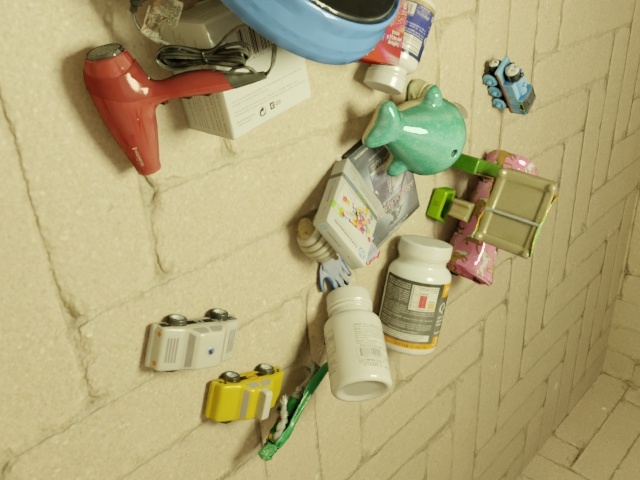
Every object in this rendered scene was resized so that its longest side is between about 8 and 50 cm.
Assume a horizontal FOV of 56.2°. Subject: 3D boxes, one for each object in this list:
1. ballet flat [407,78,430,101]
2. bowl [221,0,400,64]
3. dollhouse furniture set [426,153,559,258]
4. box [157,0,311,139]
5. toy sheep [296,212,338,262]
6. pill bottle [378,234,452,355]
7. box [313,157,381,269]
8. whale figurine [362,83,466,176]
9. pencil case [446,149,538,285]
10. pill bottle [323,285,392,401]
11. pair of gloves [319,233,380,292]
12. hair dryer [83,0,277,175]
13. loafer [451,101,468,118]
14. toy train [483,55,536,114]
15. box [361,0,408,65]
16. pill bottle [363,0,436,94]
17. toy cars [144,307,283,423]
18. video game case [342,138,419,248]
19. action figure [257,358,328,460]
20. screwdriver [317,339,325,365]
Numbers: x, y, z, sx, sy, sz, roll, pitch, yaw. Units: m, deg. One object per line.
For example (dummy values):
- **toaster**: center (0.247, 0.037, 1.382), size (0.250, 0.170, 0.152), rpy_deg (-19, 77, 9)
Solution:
- **ballet flat**: center (0.227, -0.290, 1.399), size (0.057, 0.052, 0.168), rpy_deg (-24, 123, -41)
- **bowl**: center (-0.035, -0.437, 0.846), size (0.391, 0.077, 0.390), rpy_deg (22, 54, -34)
- **dollhouse furniture set**: center (0.460, -0.092, 1.547), size (0.151, 0.302, 0.197), rpy_deg (5, 107, -52)
- **box**: center (-0.129, -0.282, 0.944), size (0.181, 0.119, 0.181), rpy_deg (-37, 131, -33)
- **toy sheep**: center (0.000, 0.000, 1.239), size (0.132, 0.091, 0.091), rpy_deg (43, 72, -31)
- **pill bottle**: center (0.239, 0.135, 1.511), size (0.162, 0.162, 0.278), rpy_deg (-4, 109, -48)
- **box**: center (0.060, -0.057, 1.239), size (0.145, 0.038, 0.186), rpy_deg (50, 43, -32)
- **whale figurine**: center (0.209, -0.222, 1.277), size (0.272, 0.141, 0.216), rpy_deg (0, 124, -50)
- **pencil case**: center (0.484, -0.068, 1.708), size (0.167, 0.160, 0.386), rpy_deg (66, 48, -82)
- **pill bottle**: center (0.075, 0.221, 1.308), size (0.131, 0.131, 0.229), rpy_deg (44, 30, -48)
- **pair of gloves**: center (0.062, 0.032, 1.354), size (0.198, 0.023, 0.159), rpy_deg (-44, 134, -17)
- **hair dryer**: center (-0.212, -0.208, 0.829), size (0.224, 0.080, 0.293), rpy_deg (28, 123, -14)
- **loafer**: center (0.330, -0.325, 1.521), size (0.125, 0.039, 0.045), rpy_deg (-6, 77, -51)
- **toy train**: center (0.516, -0.421, 1.630), size (0.080, 0.105, 0.184), rpy_deg (-59, 140, -13)
- **box**: center (0.028, -0.391, 1.069), size (0.257, 0.128, 0.122), rpy_deg (-7, 110, -47)
- **pill bottle**: center (0.156, -0.401, 1.224), size (0.112, 0.112, 0.186), rpy_deg (14, 96, -50)
- **toy cars**: center (-0.174, 0.254, 1.148), size (0.176, 0.087, 0.393), rpy_deg (-52, 137, -21)
- **video game case**: center (0.150, -0.134, 1.401), size (0.196, 0.026, 0.274), rpy_deg (-43, 133, -28)
- **action figure**: center (-0.066, 0.370, 1.299), size (0.232, 0.064, 0.137), rpy_deg (-58, 174, -34)
- **screwdriver**: center (0.007, 0.260, 1.409), size (0.025, 0.024, 0.169), rpy_deg (11, 101, -80)
